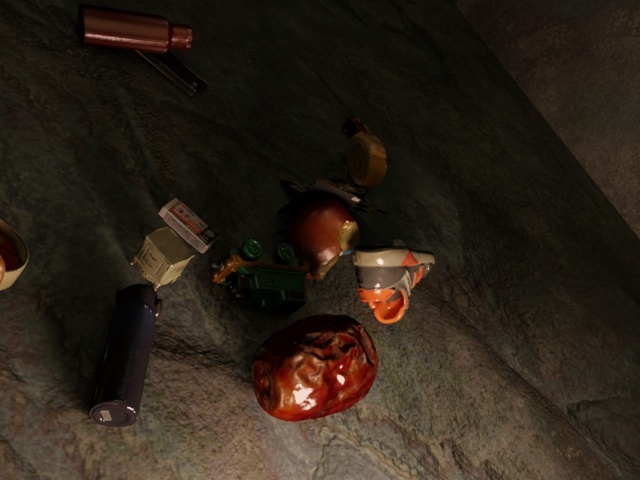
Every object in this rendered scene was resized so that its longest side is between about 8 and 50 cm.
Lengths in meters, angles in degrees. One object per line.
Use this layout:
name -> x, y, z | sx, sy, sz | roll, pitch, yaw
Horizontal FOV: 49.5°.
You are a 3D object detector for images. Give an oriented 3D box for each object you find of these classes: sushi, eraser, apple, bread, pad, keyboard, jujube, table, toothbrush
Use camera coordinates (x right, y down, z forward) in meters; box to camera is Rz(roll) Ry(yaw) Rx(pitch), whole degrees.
sushi -> 0.042, -0.128, 1.688 | 0.215, 0.051, 0.192 | 5, 20, -41
eraser -> -0.264, -0.031, 1.399 | 0.122, 0.029, 0.052 | 41, 36, 1
apple -> -0.007, -0.003, 1.497 | 0.147, 0.156, 0.158 | 50, 59, -3
bread -> 0.121, -0.221, 1.870 | 0.073, 0.122, 0.149 | 6, 47, -34
pad -> -0.005, -0.077, 1.553 | 0.116, 0.193, 0.004 | 22, 61, -26
keyboard -> -0.387, -0.443, 1.726 | 0.230, 0.025, 0.094 | 39, 35, -2
jujube -> -0.008, 0.227, 1.247 | 0.243, 0.183, 0.183 | -13, 61, -39
table -> -0.290, 0.034, 1.261 | 0.079, 0.083, 0.062 | 47, 35, 10
toothbrush -> 0.119, 0.017, 1.705 | 0.275, 0.019, 0.025 | -6, 51, -45

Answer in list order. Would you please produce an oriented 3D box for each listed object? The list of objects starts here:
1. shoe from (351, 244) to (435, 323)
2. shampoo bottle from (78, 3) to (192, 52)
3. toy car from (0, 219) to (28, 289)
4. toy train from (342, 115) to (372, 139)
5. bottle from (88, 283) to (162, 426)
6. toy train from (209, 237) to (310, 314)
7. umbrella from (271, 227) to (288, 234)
shoe -> 0.172, 0.103, 1.576 | 0.336, 0.132, 0.171 | 11, 80, -63
shampoo bottle -> -0.440, -0.502, 1.664 | 0.260, 0.064, 0.102 | 0, 64, -29
toy car -> -0.548, 0.009, 1.036 | 0.235, 0.145, 0.235 | 38, 16, -13
toy train -> 0.120, -0.305, 2.021 | 0.087, 0.050, 0.138 | 8, 46, -43
bottle -> -0.305, 0.175, 1.108 | 0.082, 0.072, 0.244 | 6, 44, -9
toy train -> -0.112, 0.077, 1.376 | 0.227, 0.091, 0.136 | 6, 58, -38
umbrella -> -0.065, -0.025, 1.587 | 0.122, 0.022, 0.013 | -15, 88, -38
